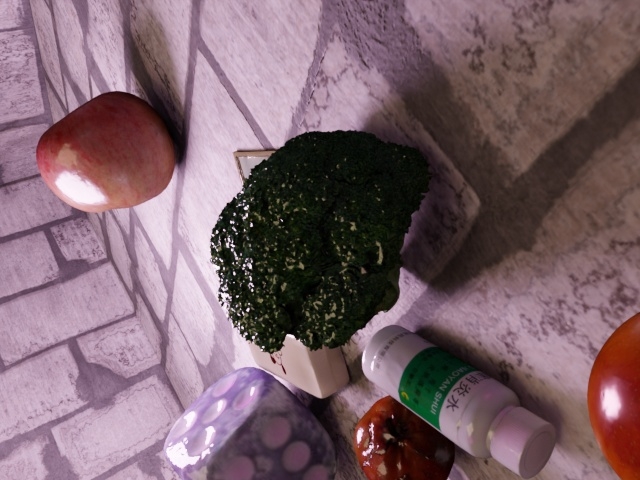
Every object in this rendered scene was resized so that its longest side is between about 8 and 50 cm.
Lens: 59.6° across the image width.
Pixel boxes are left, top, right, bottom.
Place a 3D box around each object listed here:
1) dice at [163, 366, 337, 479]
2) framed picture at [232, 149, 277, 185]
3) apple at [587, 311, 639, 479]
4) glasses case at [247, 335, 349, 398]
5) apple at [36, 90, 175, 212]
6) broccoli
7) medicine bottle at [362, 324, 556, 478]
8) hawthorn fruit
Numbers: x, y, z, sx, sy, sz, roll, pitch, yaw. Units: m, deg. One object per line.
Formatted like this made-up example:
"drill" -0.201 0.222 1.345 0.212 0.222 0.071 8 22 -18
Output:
"dice" -0.148 0.459 1.207 0.270 0.270 0.271 55 156 -18
"framed picture" -0.101 -0.101 1.039 0.201 0.010 0.136 12 120 56
"apple" 0.277 0.118 0.392 0.163 0.163 0.139 37 148 43
"glasses case" -0.063 0.218 1.146 0.313 0.070 0.131 3 113 60
"apple" -0.505 -0.198 1.355 0.269 0.345 0.345 56 156 -21
"broccoli" 0.000 0.000 0.704 0.308 0.308 0.275 41 180 40
"medicine bottle" 0.165 0.197 0.711 0.260 0.095 0.095 27 133 49
"hawthorn fruit" 0.126 0.311 0.826 0.148 0.148 0.172 42 162 38
